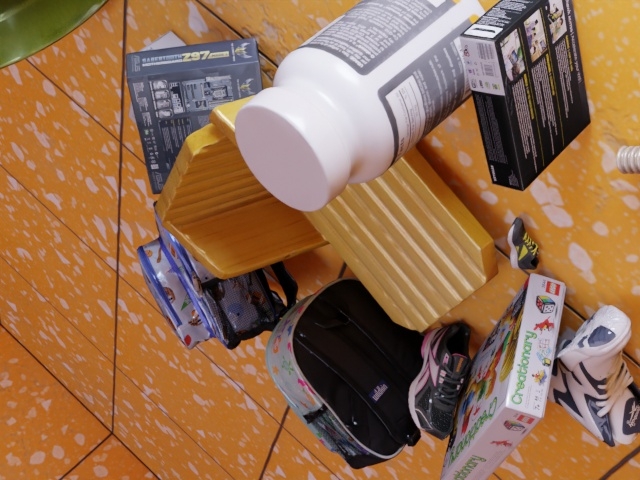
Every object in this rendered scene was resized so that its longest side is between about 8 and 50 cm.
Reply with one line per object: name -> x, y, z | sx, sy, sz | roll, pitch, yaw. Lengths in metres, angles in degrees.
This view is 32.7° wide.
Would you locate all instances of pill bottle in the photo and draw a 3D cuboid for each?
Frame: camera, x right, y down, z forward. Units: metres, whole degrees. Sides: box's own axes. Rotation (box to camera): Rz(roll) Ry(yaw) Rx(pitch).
pill bottle -> 0.049, -0.161, 1.169 | 0.162, 0.278, 0.162 | 34, 148, 25

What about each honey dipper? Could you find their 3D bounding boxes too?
honey dipper -> 0.371, -0.081, 1.089 | 0.160, 0.030, 0.030 | 5, 130, 49

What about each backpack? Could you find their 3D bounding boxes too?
backpack -> 0.044, 0.191, 1.662 | 0.253, 0.225, 0.191 | 48, 148, -10
backpack -> -0.185, 0.038, 1.789 | 0.276, 0.213, 0.263 | -166, 56, -74

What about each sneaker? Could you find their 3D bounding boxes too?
sneaker -> 0.254, 0.004, 1.356 | 0.035, 0.031, 0.083 | 13, 142, 27
sneaker -> 0.362, 0.178, 1.351 | 0.153, 0.094, 0.235 | 42, 151, 8
sneaker -> 0.176, 0.191, 1.553 | 0.072, 0.178, 0.077 | 20, 147, -20

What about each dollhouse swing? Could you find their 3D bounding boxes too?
dollhouse swing -> 0.000, 0.000, 1.448 | 0.305, 0.315, 0.347 | 65, 153, 12

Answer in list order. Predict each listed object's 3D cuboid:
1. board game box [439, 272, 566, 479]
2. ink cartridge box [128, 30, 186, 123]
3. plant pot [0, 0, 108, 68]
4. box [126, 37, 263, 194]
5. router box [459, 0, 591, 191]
board game box -> 0.236, 0.200, 1.445 | 0.053, 0.193, 0.305 | 18, 147, 0
ink cartridge box -> -0.222, -0.216, 1.684 | 0.127, 0.072, 0.175 | 43, 151, 9
plant pot -> -0.511, -0.470, 1.532 | 0.353, 0.366, 0.366 | 59, 152, 5
box -> -0.169, -0.174, 1.564 | 0.233, 0.183, 0.059 | 85, 176, -49
router box -> 0.210, -0.159, 1.102 | 0.046, 0.133, 0.179 | 19, 140, 41
